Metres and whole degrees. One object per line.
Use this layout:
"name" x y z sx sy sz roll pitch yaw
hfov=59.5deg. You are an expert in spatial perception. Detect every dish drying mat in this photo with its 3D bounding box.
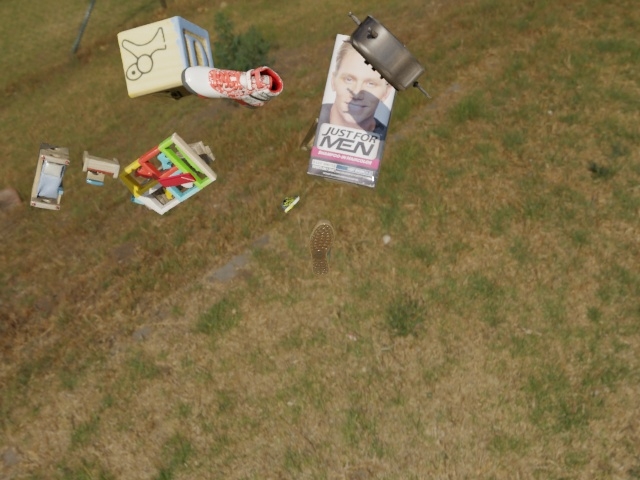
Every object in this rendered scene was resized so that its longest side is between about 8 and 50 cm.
"dish drying mat" -0.319 -0.133 1.246 0.083 0.032 0.008 -10 59 19

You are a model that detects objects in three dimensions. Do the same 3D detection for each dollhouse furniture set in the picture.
"dollhouse furniture set" -0.609 -0.149 1.396 0.183 0.130 0.129 10 18 -29

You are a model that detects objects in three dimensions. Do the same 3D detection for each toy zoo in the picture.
"toy zoo" -0.505 -0.197 1.797 0.293 0.192 0.030 -28 35 22

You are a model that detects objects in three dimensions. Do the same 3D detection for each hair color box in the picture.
"hair color box" 0.089 -0.312 1.388 0.173 0.105 0.348 12 90 7

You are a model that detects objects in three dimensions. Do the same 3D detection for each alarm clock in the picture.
"alarm clock" 0.119 -0.290 0.922 0.064 0.192 0.129 -48 33 17

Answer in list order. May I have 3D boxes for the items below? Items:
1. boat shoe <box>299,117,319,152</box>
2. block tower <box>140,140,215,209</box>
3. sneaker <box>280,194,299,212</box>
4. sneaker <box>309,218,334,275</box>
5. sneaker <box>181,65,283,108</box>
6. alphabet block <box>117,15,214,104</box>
"boat shoe" 0.008 -0.304 1.701 0.098 0.302 0.109 28 96 -11
"block tower" -0.521 -0.237 2.010 0.097 0.091 0.336 -5 35 34
"sneaker" -0.090 -0.116 1.656 0.035 0.031 0.083 41 39 -6
"sneaker" 0.000 0.000 1.484 0.064 0.192 0.086 0 44 -4
"sneaker" -0.230 -0.436 1.523 0.144 0.270 0.090 -14 75 44
"alphabet block" -0.440 -0.517 1.635 0.196 0.193 0.193 -8 3 17
